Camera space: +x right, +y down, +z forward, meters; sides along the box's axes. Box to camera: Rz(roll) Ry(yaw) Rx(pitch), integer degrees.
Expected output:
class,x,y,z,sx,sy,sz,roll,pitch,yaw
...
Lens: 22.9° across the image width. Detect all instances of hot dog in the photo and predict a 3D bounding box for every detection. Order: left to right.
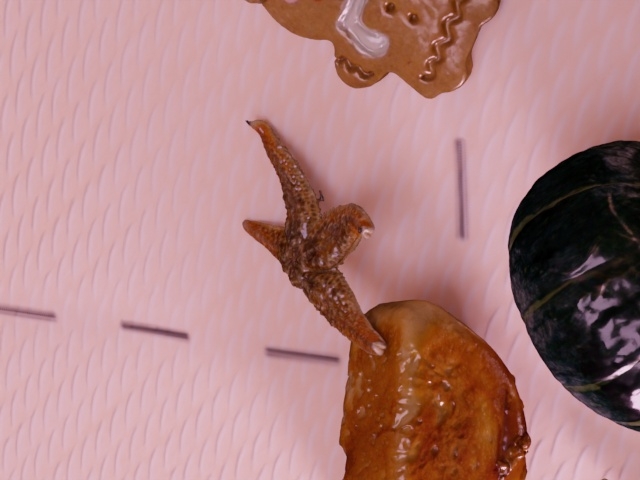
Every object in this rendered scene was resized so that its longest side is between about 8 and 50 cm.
class,x,y,z,sx,sy,sz,roll,pitch,yaw
hot dog,0.107,0.187,1.484,0.150,0.153,0.256,0,83,58

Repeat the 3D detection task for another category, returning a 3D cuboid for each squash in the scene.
class,x,y,z,sx,sy,sz,roll,pitch,yaw
squash,0.264,0.038,1.297,0.165,0.252,0.252,-33,95,28

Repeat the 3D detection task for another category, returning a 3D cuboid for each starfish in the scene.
class,x,y,z,sx,sy,sz,roll,pitch,yaw
starfish,0.002,-0.002,1.482,0.247,0.050,0.138,41,137,40

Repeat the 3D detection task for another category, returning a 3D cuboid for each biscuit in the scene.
class,x,y,z,sx,sy,sz,roll,pitch,yaw
biscuit,0.037,-0.230,1.415,0.249,0.035,0.184,31,121,11

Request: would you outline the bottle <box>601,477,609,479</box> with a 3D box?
class,x,y,z,sx,sy,sz,roll,pitch,yaw
bottle,0.365,0.313,1.468,0.270,0.083,0.083,35,122,9
